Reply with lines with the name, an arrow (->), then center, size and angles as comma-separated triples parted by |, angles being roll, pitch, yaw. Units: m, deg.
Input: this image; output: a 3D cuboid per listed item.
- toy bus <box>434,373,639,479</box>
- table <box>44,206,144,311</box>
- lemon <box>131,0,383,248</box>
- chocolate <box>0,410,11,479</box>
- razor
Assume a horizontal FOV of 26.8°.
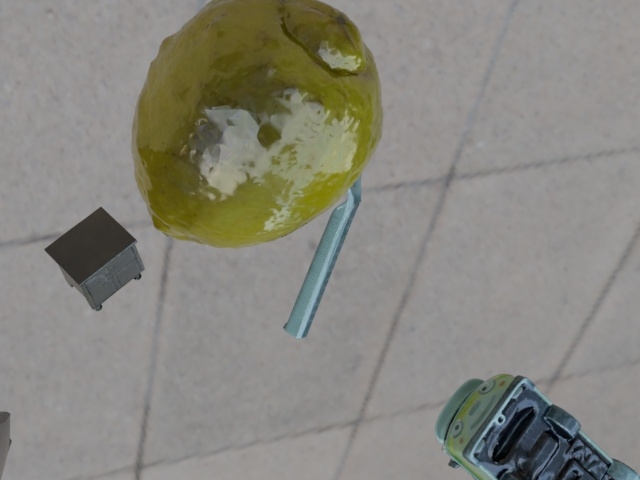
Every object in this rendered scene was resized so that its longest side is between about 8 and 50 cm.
toy bus -> 0.272, 0.286, 1.703 | 0.276, 0.165, 0.133 | 43, 77, -23
table -> -0.257, 0.027, 1.556 | 0.083, 0.070, 0.082 | -40, 151, -18
lemon -> -0.074, -0.133, 1.513 | 0.286, 0.285, 0.316 | -9, 161, -21
chocolate -> -0.570, 0.335, 1.610 | 0.297, 0.326, 0.314 | 18, -176, 2
razor -> 0.009, 0.005, 1.822 | 0.111, 0.056, 0.277 | -16, 124, -63
